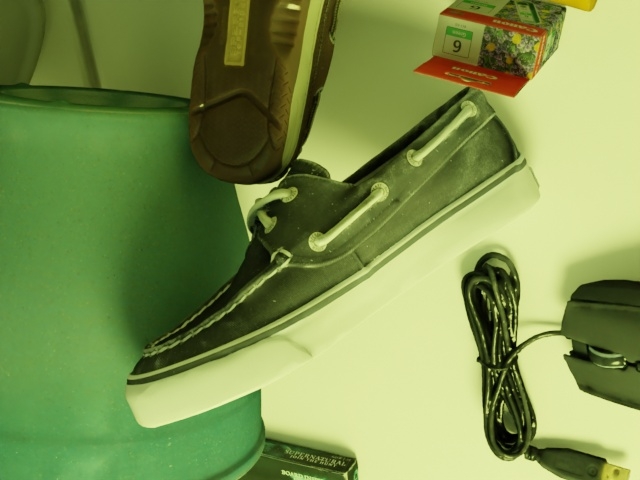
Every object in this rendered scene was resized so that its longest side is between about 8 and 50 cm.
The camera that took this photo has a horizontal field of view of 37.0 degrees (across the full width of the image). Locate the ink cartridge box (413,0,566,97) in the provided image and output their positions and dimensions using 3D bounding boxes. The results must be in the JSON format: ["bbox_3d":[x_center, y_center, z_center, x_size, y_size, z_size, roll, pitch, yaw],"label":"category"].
[{"bbox_3d":[0.103,-0.120,0.566,0.063,0.115,0.029,18,121,17],"label":"ink cartridge box"}]

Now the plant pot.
[{"bbox_3d":[-0.165,0.020,0.694,0.272,0.272,0.255,10,103,21],"label":"plant pot"}]

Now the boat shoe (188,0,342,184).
[{"bbox_3d":[-0.027,-0.164,0.624,0.095,0.095,0.257,16,97,18],"label":"boat shoe"}]

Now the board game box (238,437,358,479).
[{"bbox_3d":[-0.053,0.235,0.870,0.186,0.026,0.126,8,117,23],"label":"board game box"}]

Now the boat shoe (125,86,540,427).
[{"bbox_3d":[0.000,0.000,0.592,0.102,0.301,0.108,61,165,-9],"label":"boat shoe"}]

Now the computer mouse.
[{"bbox_3d":[0.221,0.108,0.653,0.262,0.060,0.184,4,115,25],"label":"computer mouse"}]

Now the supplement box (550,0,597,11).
[{"bbox_3d":[-0.012,-0.267,0.465,0.357,0.194,0.195,19,94,17],"label":"supplement box"}]

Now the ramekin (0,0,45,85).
[{"bbox_3d":[-0.294,-0.138,0.704,0.109,0.207,0.207,28,123,0],"label":"ramekin"}]
